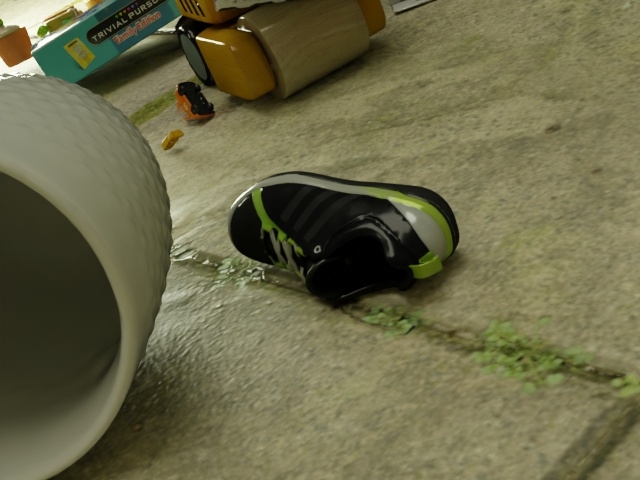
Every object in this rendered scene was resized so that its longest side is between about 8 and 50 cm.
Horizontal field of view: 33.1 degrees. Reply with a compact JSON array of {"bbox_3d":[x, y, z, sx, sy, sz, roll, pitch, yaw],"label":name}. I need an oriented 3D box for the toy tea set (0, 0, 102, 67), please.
[{"bbox_3d":[-0.494,-0.461,2.087,0.200,0.124,0.336,-6,27,48],"label":"toy tea set"}]

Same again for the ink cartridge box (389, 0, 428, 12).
[{"bbox_3d":[0.136,-0.390,1.531,0.104,0.060,0.180,-19,26,8],"label":"ink cartridge box"}]

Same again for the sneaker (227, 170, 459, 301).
[{"bbox_3d":[0.000,0.000,0.878,0.234,0.084,0.097,-1,35,39],"label":"sneaker"}]

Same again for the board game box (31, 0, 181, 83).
[{"bbox_3d":[-0.320,-0.377,1.790,0.336,0.079,0.254,-35,19,-6],"label":"board game box"}]

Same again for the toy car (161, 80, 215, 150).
[{"bbox_3d":[-0.184,-0.158,1.372,0.040,0.060,0.122,-45,2,38],"label":"toy car"}]

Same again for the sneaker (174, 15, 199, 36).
[{"bbox_3d":[-0.199,-0.345,1.748,0.065,0.061,0.158,-42,20,-6],"label":"sneaker"}]

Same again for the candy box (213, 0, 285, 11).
[{"bbox_3d":[-0.046,-0.374,1.308,0.196,0.070,0.165,-9,61,-3],"label":"candy box"}]

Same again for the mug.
[{"bbox_3d":[-0.287,0.035,0.893,0.374,0.276,0.328,-49,13,18],"label":"mug"}]

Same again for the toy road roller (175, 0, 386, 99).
[{"bbox_3d":[-0.090,-0.337,1.413,0.202,0.241,0.329,-31,27,-14],"label":"toy road roller"}]
